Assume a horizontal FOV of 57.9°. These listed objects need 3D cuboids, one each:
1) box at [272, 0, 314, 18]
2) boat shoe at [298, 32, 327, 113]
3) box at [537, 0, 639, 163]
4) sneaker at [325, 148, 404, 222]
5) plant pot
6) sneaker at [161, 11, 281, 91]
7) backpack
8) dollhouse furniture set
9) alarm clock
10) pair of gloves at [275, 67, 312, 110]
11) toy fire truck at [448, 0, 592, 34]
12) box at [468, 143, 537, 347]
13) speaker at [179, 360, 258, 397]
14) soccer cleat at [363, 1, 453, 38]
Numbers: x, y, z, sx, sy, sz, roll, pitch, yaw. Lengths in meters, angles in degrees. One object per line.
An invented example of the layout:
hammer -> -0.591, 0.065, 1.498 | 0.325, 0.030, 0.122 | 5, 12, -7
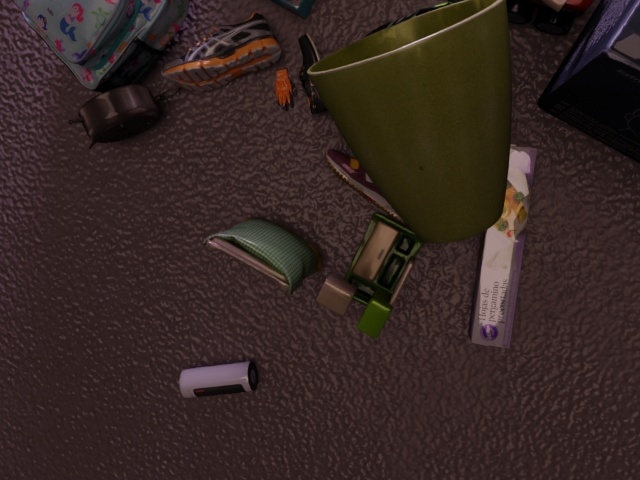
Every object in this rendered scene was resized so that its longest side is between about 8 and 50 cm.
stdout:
box -> -0.014, -0.507, 0.957 | 0.100, 0.060, 0.244 | 31, 100, 7
boat shoe -> -0.016, -0.280, 0.973 | 0.041, 0.049, 0.133 | -16, 98, -2
box -> 0.484, -0.215, 0.718 | 0.293, 0.395, 0.212 | 31, 100, 6
sneaker -> 0.096, -0.110, 0.974 | 0.185, 0.069, 0.084 | 37, 93, -1
plant pot -> 0.162, -0.155, 0.832 | 0.274, 0.275, 0.294 | -18, 112, 12
sneaker -> -0.175, -0.324, 1.001 | 0.214, 0.084, 0.083 | -15, 79, 8
backpack -> -0.360, -0.405, 0.976 | 0.253, 0.191, 0.225 | -42, 86, 6
dollhouse furniture set -> 0.000, 0.000, 0.930 | 0.301, 0.197, 0.151 | 28, 101, 7
alarm clock -> -0.331, -0.225, 1.013 | 0.192, 0.129, 0.064 | -28, 91, -4
pair of gloves -> -0.039, -0.267, 1.009 | 0.083, 0.010, 0.074 | -4, 94, 10
toy fire truck -> 0.288, -0.380, 0.815 | 0.216, 0.246, 0.159 | 20, 98, 8
box -> 0.294, 0.008, 0.943 | 0.063, 0.067, 0.324 | 7, 97, 10
speaker -> -0.187, 0.256, 1.063 | 0.136, 0.055, 0.055 | -9, 93, 11
soccer cleat -> 0.136, -0.338, 0.937 | 0.178, 0.072, 0.060 | -22, 91, 12
